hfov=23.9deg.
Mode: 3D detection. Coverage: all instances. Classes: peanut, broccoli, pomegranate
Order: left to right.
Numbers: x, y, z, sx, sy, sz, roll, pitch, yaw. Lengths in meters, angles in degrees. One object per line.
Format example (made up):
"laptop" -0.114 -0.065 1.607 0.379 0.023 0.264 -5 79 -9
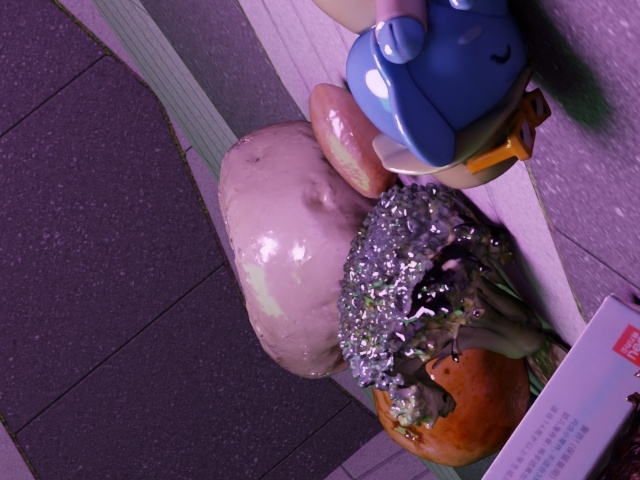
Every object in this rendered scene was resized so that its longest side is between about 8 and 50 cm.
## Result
"peanut" 0.038 -0.117 1.747 0.152 0.076 0.076 57 172 -9
"broccoli" 0.147 0.075 1.673 0.243 0.247 0.263 20 -127 -31
"pomegranate" 0.174 0.179 1.957 0.215 0.215 0.215 49 172 9

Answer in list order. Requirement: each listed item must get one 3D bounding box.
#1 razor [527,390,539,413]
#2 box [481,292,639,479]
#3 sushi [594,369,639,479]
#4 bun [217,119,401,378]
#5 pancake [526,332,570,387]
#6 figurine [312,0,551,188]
"razor" 0.237 0.177 2.098 0.324 0.093 0.056 40 132 38
"box" 0.223 0.186 1.381 0.079 0.269 0.135 33 166 17
"sushi" 0.371 0.263 1.183 0.348 0.207 0.234 40 154 -5
"bun" 0.000 0.000 1.936 0.362 0.234 0.326 69 -177 -70
"pancake" 0.317 0.194 1.770 0.235 0.029 0.212 45 170 35
"figurine" 0.068 -0.153 1.108 0.262 0.154 0.180 50 -175 -29
